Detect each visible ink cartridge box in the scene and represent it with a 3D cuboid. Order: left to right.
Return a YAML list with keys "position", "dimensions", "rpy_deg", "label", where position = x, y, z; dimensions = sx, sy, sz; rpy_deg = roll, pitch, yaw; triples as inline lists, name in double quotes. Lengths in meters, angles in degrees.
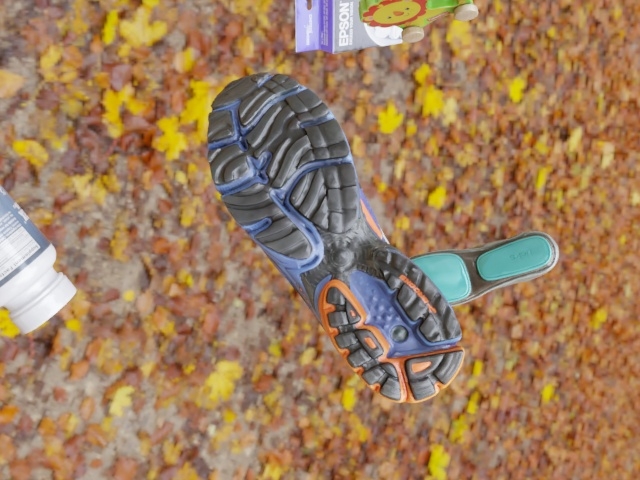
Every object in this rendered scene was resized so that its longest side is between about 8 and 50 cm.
- position: [0.054, -0.446, 1.679]
  dimensions: [0.208, 0.045, 0.206]
  rpy_deg: [-14, 120, -23]
  label: "ink cartridge box"

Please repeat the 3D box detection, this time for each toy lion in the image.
- position: [0.091, -0.232, 0.918]
  dimensions: [0.096, 0.100, 0.034]
  rpy_deg: [10, 69, -55]
  label: "toy lion"

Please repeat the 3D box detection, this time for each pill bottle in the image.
- position: [-0.377, 0.016, 1.099]
  dimensions: [0.180, 0.108, 0.108]
  rpy_deg: [53, 53, -15]
  label: "pill bottle"

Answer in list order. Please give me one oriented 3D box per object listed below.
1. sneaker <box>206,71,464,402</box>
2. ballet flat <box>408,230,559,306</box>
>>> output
- position: [0.000, 0.000, 0.560]
  dimensions: [0.083, 0.087, 0.221]
  rpy_deg: [-28, 82, -6]
  label: "sneaker"
- position: [0.187, 0.041, 1.153]
  dimensions: [0.068, 0.213, 0.072]
  rpy_deg: [48, 29, -76]
  label: "ballet flat"
